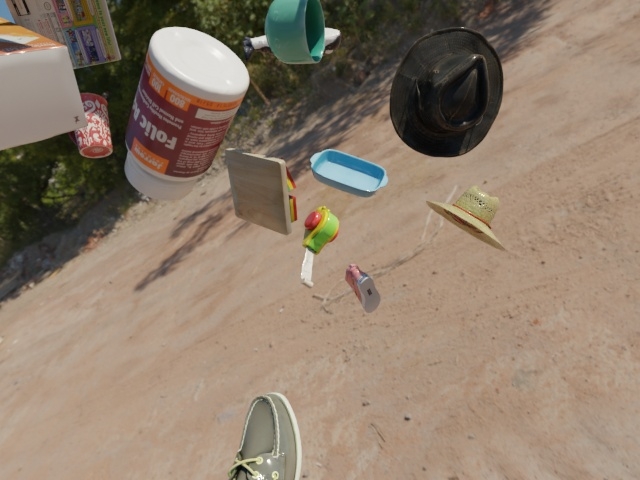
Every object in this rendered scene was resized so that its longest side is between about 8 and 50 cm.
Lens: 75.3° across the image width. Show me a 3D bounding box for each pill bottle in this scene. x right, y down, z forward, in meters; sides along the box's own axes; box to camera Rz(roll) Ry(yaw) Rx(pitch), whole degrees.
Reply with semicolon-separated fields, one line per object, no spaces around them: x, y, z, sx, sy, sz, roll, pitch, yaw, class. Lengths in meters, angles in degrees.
-0.352;-0.292;1.036;0.392;0.224;0.224;-48;14;41;pill bottle

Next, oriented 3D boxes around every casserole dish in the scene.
0.064;-0.155;0.978;0.189;0.037;0.114;22;47;10;casserole dish

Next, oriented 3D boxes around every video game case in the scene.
-0.584;-0.497;0.952;0.193;0.212;0.023;-25;63;-25;video game case

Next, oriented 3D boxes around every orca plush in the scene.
-0.081;-0.557;1.240;0.288;0.102;0.151;-14;48;-4;orca plush

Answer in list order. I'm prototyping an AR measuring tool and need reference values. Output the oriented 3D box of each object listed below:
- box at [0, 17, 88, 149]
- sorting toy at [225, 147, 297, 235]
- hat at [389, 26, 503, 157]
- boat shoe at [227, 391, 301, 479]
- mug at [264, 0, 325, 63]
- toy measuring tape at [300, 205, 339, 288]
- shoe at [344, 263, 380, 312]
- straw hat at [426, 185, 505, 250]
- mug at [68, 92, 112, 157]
-0.689;-0.335;0.849;0.345;0.168;0.215;29;43;25;box
-0.188;-0.178;1.406;0.257;0.255;0.089;20;37;34;sorting toy
0.336;-0.372;1.029;0.331;0.331;0.134;-36;11;1;hat
-0.100;0.402;0.672;0.109;0.091;0.304;-18;57;30;boat shoe
-0.053;-0.429;0.871;0.098;0.157;0.129;6;62;17;mug
0.000;0.000;1.363;0.122;0.121;0.330;-22;40;28;toy measuring tape
0.127;0.144;1.254;0.064;0.178;0.081;-34;47;-11;shoe
0.230;-0.046;0.615;0.061;0.145;0.144;-58;26;7;straw hat
-0.718;-0.347;1.302;0.113;0.169;0.150;-9;-11;-36;mug
